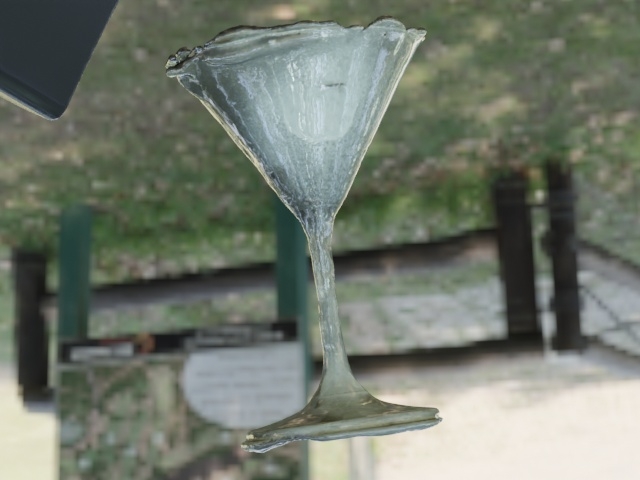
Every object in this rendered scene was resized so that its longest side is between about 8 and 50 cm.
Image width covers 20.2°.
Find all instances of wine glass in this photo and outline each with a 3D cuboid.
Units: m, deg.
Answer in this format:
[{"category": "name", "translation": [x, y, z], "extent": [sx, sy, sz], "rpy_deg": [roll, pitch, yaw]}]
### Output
[{"category": "wine glass", "translation": [0.000, 0.000, 1.023], "extent": [0.156, 0.232, 0.156], "rpy_deg": [-7, 175, -1]}]

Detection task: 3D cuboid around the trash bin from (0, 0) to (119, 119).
[{"category": "trash bin", "translation": [-0.272, -0.217, 1.385], "extent": [0.115, 0.165, 0.225], "rpy_deg": [27, 179, 39]}]
